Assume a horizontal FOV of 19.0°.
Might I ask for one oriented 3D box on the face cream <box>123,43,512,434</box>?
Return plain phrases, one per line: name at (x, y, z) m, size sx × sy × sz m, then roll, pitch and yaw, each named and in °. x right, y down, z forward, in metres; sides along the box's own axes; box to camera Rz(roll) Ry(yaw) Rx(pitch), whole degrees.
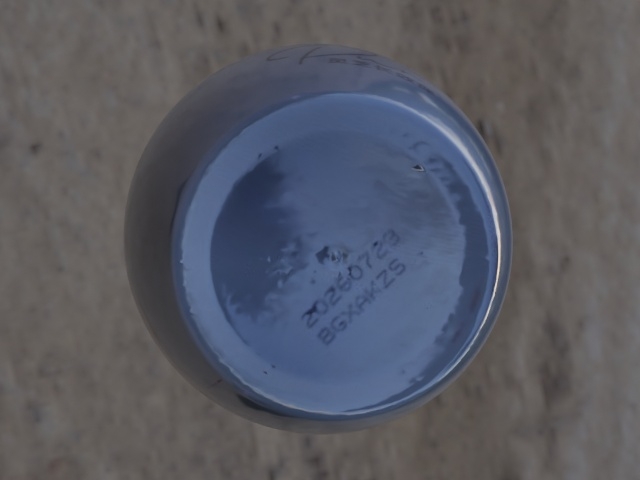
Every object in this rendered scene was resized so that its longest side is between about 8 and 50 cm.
face cream at (0.000, 0.000, 0.567) m, size 0.104 × 0.117 × 0.117 m, roll -141°, pitch -145°, yaw -83°
